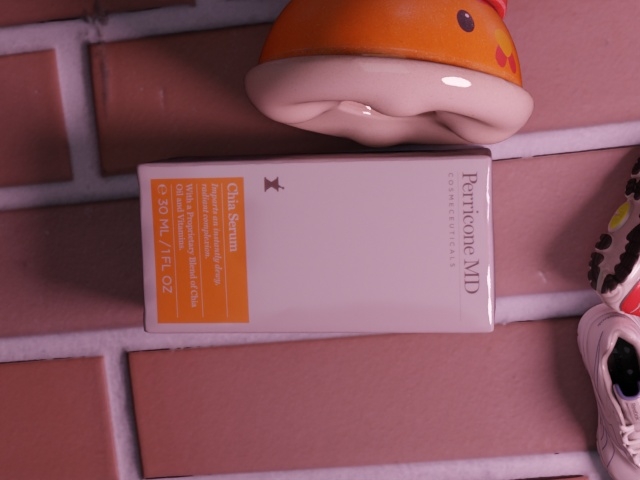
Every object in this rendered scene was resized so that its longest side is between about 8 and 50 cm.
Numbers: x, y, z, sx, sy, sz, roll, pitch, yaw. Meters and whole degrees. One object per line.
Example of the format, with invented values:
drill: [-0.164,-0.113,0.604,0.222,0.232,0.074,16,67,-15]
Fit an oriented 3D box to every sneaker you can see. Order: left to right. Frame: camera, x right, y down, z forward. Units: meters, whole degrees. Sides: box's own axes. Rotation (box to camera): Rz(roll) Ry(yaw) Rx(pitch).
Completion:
sneaker: [0.404,0.232,1.569,0.111,0.129,0.297,-19,94,10]
sneaker: [0.449,-0.028,1.554,0.118,0.107,0.279,35,88,-33]

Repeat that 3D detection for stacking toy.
stacking toy: [0.099,-0.366,1.474,0.351,0.350,0.479,5,86,8]

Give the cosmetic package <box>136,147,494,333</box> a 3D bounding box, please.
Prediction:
cosmetic package: [0.000,0.000,1.589,0.453,0.161,0.230,-2,97,9]
